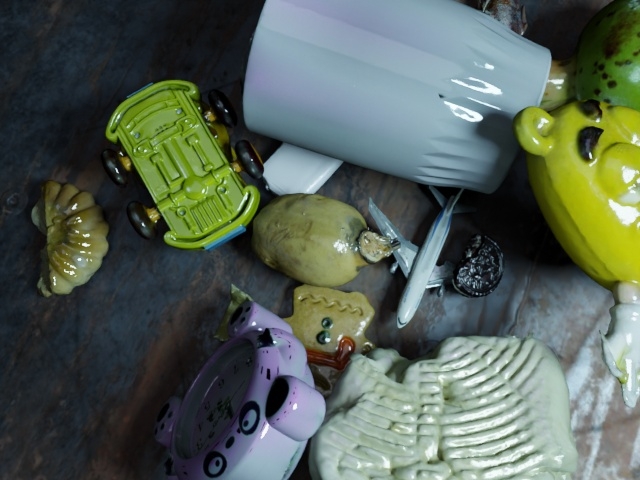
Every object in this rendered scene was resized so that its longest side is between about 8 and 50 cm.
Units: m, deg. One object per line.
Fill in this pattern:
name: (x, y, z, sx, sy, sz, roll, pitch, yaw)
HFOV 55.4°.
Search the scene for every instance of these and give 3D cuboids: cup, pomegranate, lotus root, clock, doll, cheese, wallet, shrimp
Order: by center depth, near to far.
clock: (-0.098, 0.208, 0.736, 0.090, 0.248, 0.227, 37, 90, -24)
doll: (0.405, 0.005, 0.752, 0.423, 0.161, 0.348, -3, 80, -37)
cup: (0.092, -0.219, 0.822, 0.372, 0.253, 0.253, 19, 76, 5)
lotus root: (0.000, 0.000, 0.855, 0.221, 0.118, 0.125, 14, 101, 23)
cheese: (-0.112, 0.107, 0.875, 0.060, 0.041, 0.084, 14, 95, 14)
pomegranate: (0.435, -0.257, 0.883, 0.286, 0.231, 0.231, 19, 74, 38)
wallet: (-0.010, -0.139, 0.947, 0.095, 0.033, 0.190, 40, 79, 15)
shrimp: (0.288, -0.364, 0.980, 0.075, 0.073, 0.190, 6, 81, -40)

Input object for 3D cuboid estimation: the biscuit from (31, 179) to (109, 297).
biscuit: (-0.381, -0.012, 0.916, 0.118, 0.061, 0.183, -9, 73, -1)

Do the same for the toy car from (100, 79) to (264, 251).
toy car: (-0.191, -0.101, 0.889, 0.200, 0.142, 0.248, -26, 83, -3)

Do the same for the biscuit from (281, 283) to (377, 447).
biscuit: (-0.004, 0.171, 0.855, 0.166, 0.036, 0.225, 16, 75, 6)

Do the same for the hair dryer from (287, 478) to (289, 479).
hair dryer: (-0.114, 0.344, 0.808, 0.150, 0.047, 0.071, -6, 74, 8)

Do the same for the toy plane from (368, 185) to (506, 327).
toy plane: (0.155, 0.023, 0.877, 0.226, 0.058, 0.226, 27, 81, -2)

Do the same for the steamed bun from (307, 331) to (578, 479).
steamed bun: (0.147, 0.254, 0.726, 0.320, 0.206, 0.275, -7, 42, -2)

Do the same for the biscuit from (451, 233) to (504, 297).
biscuit: (0.219, 0.036, 0.855, 0.087, 0.027, 0.089, -10, 95, -22)
